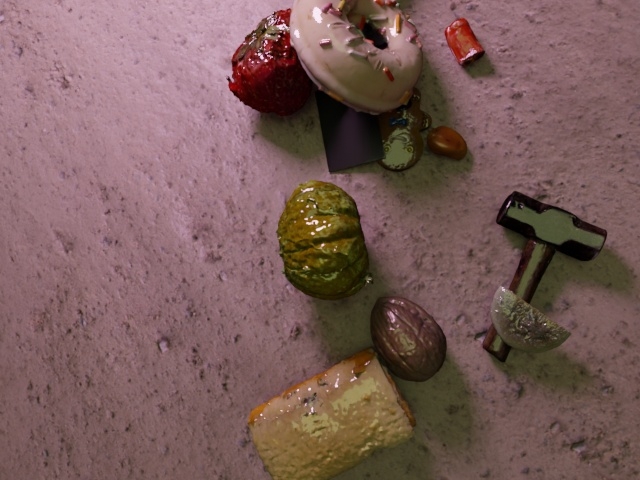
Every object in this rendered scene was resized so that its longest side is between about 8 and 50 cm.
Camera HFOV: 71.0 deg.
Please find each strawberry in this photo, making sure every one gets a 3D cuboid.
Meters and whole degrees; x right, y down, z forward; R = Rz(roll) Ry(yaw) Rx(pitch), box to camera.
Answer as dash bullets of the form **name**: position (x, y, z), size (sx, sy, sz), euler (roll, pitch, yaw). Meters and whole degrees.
- **strawberry**: position (-0.115, -0.462, 1.218), size (0.274, 0.220, 0.274), euler (-24, 46, 27)

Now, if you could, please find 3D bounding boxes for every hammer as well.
- **hammer**: position (0.509, 0.105, 1.128), size (0.242, 0.095, 0.409), euler (24, 95, 11)

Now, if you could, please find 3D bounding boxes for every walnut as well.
- **walnut**: position (0.212, 0.237, 1.112), size (0.178, 0.178, 0.230), euler (-36, 79, 5)

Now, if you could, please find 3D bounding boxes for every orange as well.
- **orange**: position (0.000, 0.000, 1.101), size (0.223, 0.300, 0.301), euler (-13, 101, 0)

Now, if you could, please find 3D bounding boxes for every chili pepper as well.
- **chili pepper**: position (0.384, -0.534, 1.205), size (0.070, 0.073, 0.123), euler (-19, 82, -35)

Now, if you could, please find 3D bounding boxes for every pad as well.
- **pad**: position (0.078, -0.325, 1.252), size (0.170, 0.006, 0.245), euler (-13, 83, 20)

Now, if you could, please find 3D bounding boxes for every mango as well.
- **mango**: position (0.336, -0.257, 1.191), size (0.114, 0.060, 0.080), euler (34, 75, 7)

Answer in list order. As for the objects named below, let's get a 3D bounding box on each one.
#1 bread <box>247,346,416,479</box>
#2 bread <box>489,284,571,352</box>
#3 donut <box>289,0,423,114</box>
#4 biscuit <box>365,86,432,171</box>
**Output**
- **bread**: position (0.027, 0.446, 1.128), size (0.375, 0.165, 0.236), euler (-28, 85, 6)
- **bread**: position (0.483, 0.207, 1.075), size (0.193, 0.036, 0.112), euler (36, 100, 10)
- **donut**: position (0.105, -0.495, 1.111), size (0.383, 0.142, 0.382), euler (15, 60, -27)
- **biscuit**: position (0.213, -0.306, 1.230), size (0.180, 0.039, 0.236), euler (0, 87, 8)
